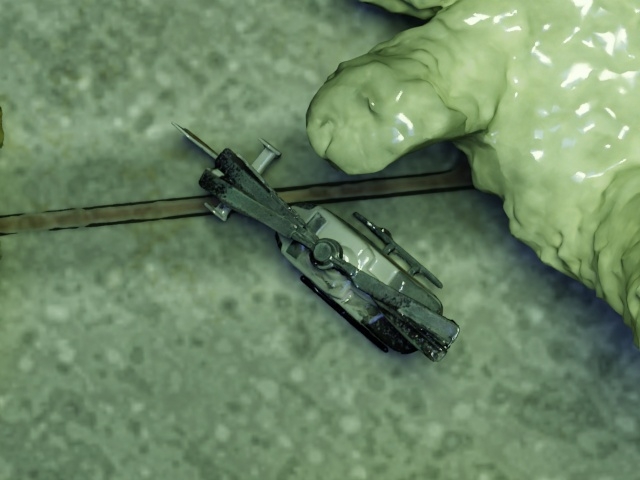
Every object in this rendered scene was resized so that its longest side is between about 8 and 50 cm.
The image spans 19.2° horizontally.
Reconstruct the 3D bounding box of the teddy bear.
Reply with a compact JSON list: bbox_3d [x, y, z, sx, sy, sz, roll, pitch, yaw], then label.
[{"bbox_3d":[0.116,-0.157,0.890,0.327,0.375,0.362,-30,102,-9],"label":"teddy bear"}]

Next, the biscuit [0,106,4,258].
[{"bbox_3d":[-0.282,0.058,0.946,0.329,0.078,0.335,-17,81,-24],"label":"biscuit"}]

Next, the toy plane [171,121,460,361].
[{"bbox_3d":[0.000,0.000,1.007,0.197,0.078,0.053,41,93,17],"label":"toy plane"}]
